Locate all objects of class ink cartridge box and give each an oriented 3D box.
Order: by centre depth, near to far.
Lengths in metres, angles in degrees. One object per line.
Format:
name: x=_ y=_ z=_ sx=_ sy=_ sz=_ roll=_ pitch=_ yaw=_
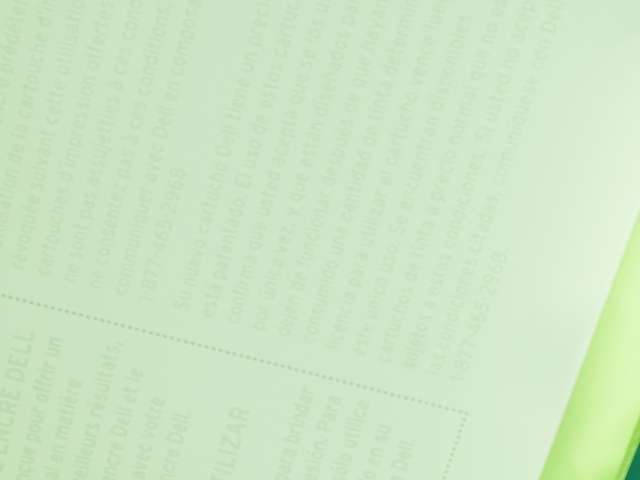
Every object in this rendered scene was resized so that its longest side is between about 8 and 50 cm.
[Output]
ink cartridge box: x=-0.061 y=-0.016 z=0.388 sx=0.255 sy=0.097 sz=0.189 roll=15 pitch=115 yaw=-5
